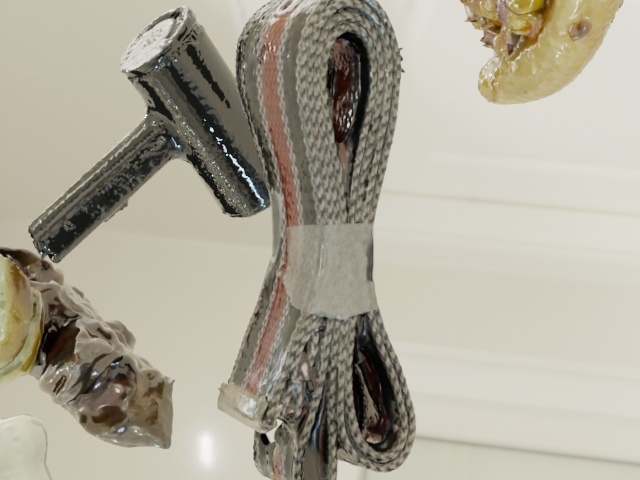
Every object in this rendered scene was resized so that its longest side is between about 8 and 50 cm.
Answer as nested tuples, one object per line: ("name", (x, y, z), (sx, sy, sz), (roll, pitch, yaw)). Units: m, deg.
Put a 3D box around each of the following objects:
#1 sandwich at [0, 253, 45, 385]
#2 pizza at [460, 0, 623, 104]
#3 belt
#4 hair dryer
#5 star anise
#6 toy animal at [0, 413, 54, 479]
("sandwich", (-0.394, 0.007, 1.482), (0.099, 0.254, 0.288), (74, -166, -80))
("pizza", (0.168, -0.286, 1.243), (0.409, 0.114, 0.278), (101, 152, -51))
("belt", (0.000, 0.000, 1.094), (0.094, 0.126, 0.359), (13, 103, 63))
("hair dryer", (-0.169, -0.069, 1.454), (0.197, 0.251, 0.089), (55, 171, -28))
("star anise", (-0.241, 0.129, 1.620), (0.108, 0.315, 0.315), (-48, -18, -8))
("toy animal", (-0.106, 0.274, 0.765), (0.181, 0.363, 0.180), (-43, 4, 8))
